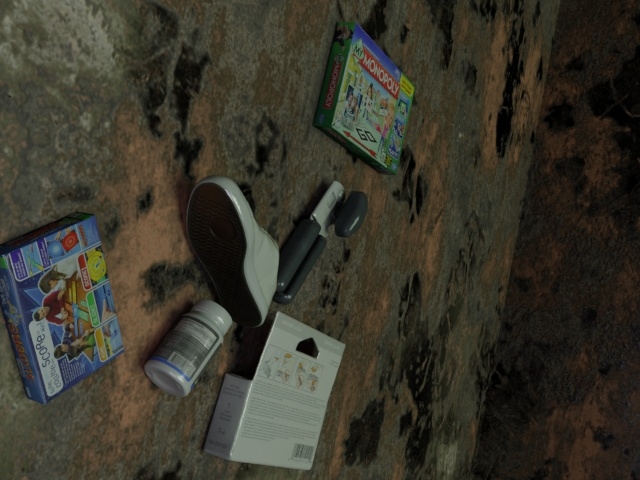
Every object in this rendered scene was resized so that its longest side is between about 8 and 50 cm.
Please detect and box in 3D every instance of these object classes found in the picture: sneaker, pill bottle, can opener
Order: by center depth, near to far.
[{"bbox_3d":[-0.196,0.159,1.076,0.137,0.078,0.078,-56,142,-35],"label":"pill bottle"},{"bbox_3d":[-0.131,-0.002,1.137,0.123,0.106,0.290,-63,154,-44],"label":"sneaker"},{"bbox_3d":[0.000,0.000,1.346,0.283,0.095,0.076,-59,142,-33],"label":"can opener"}]

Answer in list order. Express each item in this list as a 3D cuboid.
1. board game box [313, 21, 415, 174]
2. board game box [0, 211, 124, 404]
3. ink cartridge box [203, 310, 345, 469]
[{"bbox_3d":[0.101,-0.284,1.491,0.317,0.046,0.213,23,79,-59],"label":"board game box"},{"bbox_3d":[-0.321,0.081,0.886,0.136,0.035,0.201,-35,126,-51],"label":"board game box"},{"bbox_3d":[-0.073,0.283,1.328,0.296,0.066,0.261,37,66,-57],"label":"ink cartridge box"}]
